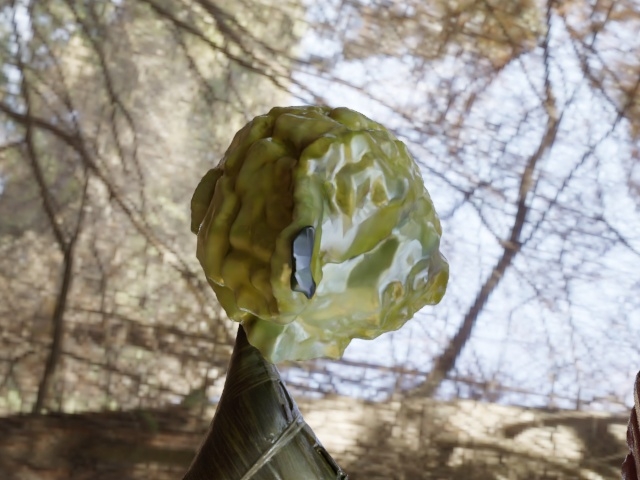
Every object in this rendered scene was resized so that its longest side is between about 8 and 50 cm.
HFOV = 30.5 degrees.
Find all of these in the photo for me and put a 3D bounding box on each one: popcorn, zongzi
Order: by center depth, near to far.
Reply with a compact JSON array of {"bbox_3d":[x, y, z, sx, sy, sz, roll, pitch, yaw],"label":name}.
[{"bbox_3d":[-0.006,-0.001,1.210,0.237,0.293,0.293,2,-98,39],"label":"popcorn"},{"bbox_3d":[-0.128,0.238,1.303,0.241,0.247,0.111,60,-12,13],"label":"zongzi"}]

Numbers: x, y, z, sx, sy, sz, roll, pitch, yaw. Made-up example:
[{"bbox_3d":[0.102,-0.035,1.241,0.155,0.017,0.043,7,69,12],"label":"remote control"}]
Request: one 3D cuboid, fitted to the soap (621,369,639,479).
[{"bbox_3d":[0.388,0.332,1.166,0.233,0.128,0.360,75,13,-53],"label":"soap"}]
